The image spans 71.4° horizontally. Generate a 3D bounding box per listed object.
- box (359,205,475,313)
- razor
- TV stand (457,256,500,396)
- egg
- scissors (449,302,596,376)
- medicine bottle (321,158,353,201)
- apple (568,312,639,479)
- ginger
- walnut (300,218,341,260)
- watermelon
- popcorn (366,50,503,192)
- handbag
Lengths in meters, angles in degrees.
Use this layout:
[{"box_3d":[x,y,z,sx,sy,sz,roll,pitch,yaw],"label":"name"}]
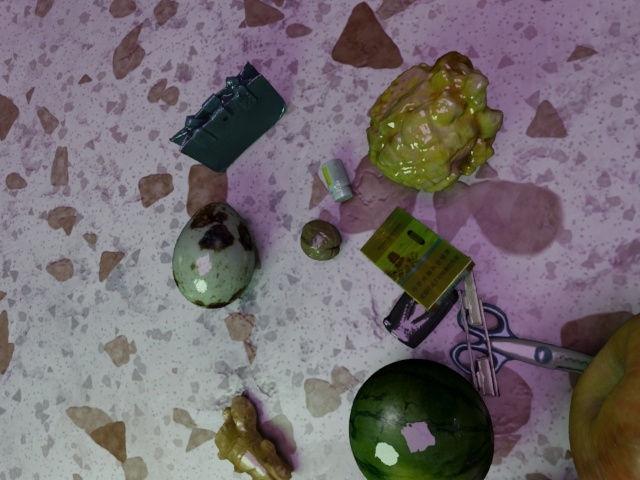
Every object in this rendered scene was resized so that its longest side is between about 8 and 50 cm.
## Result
[{"box_3d":[0.178,0.032,0.852,0.121,0.030,0.193,-49,52,4],"label":"box"},{"box_3d":[0.192,0.134,0.861,0.090,0.054,0.148,39,93,20],"label":"razor"},{"box_3d":[0.283,0.154,0.812,0.042,0.036,0.249,-12,76,25],"label":"TV stand"},{"box_3d":[-0.223,0.029,0.939,0.169,0.169,0.231,-6,70,16],"label":"egg"},{"box_3d":[0.388,0.202,0.804,0.289,0.041,0.138,11,81,18],"label":"scissors"},{"box_3d":[0.036,-0.126,0.935,0.047,0.047,0.083,-21,79,14],"label":"medicine bottle"},{"box_3d":[0.526,0.266,0.568,0.347,0.391,0.391,31,94,26],"label":"apple"},{"box_3d":[-0.155,0.436,0.929,0.115,0.081,0.205,-30,66,-20],"label":"ginger"},{"box_3d":[0.000,0.000,0.921,0.092,0.092,0.092,-1,85,17],"label":"walnut"},{"box_3d":[0.167,0.322,0.759,0.242,0.242,0.242,-1,85,17],"label":"watermelon"},{"box_3d":[0.207,-0.202,0.807,0.259,0.212,0.259,-29,39,27],"label":"popcorn"},{"box_3d":[-0.191,-0.255,0.948,0.229,0.179,0.062,-41,75,8],"label":"handbag"}]
